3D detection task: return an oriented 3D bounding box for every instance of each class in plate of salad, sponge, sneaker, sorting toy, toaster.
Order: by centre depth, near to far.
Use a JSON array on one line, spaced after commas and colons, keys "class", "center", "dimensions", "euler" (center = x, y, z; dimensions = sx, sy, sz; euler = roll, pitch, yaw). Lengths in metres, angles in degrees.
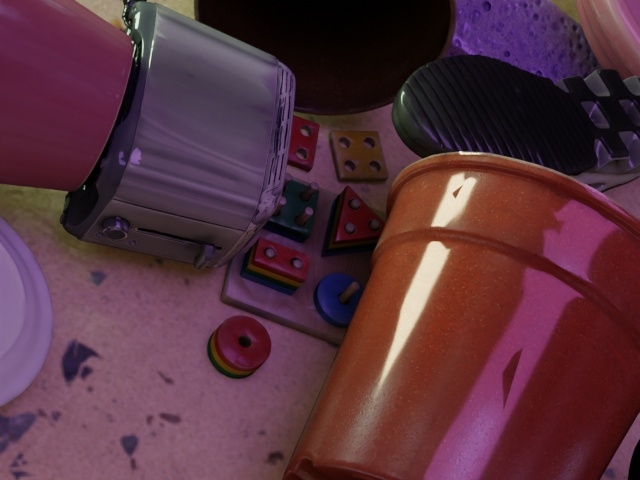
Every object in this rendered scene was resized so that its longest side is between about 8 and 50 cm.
[{"class": "plate of salad", "center": [-0.292, 0.044, 1.401], "dimensions": [0.200, 0.048, 0.199], "euler": [20, 50, -25]}, {"class": "toaster", "center": [-0.109, -0.085, 1.512], "dimensions": [0.146, 0.129, 0.227], "euler": [20, 53, -20]}, {"class": "sorting toy", "center": [0.000, 0.000, 1.567], "dimensions": [0.132, 0.046, 0.274], "euler": [22, 56, -15]}, {"class": "sneaker", "center": [0.159, -0.066, 1.590], "dimensions": [0.331, 0.146, 0.122], "euler": [2, 56, -46]}, {"class": "sponge", "center": [0.201, -0.166, 1.762], "dimensions": [0.210, 0.031, 0.117], "euler": [39, 55, -4]}]

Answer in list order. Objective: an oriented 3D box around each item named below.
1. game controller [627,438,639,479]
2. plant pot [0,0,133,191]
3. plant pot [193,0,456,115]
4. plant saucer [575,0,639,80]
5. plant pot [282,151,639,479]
[{"class": "game controller", "center": [0.282, 0.304, 1.459], "dimensions": [0.166, 0.067, 0.319], "euler": [14, 78, -57]}, {"class": "plant pot", "center": [-0.247, -0.125, 1.423], "dimensions": [0.180, 0.201, 0.201], "euler": [20, 57, -19]}, {"class": "plant pot", "center": [0.011, -0.262, 1.635], "dimensions": [0.215, 0.215, 0.230], "euler": [21, 42, -15]}, {"class": "plant saucer", "center": [0.364, -0.212, 1.812], "dimensions": [0.332, 0.084, 0.332], "euler": [18, 54, -27]}, {"class": "plant pot", "center": [0.116, 0.121, 1.444], "dimensions": [0.272, 0.272, 0.265], "euler": [34, 63, -6]}]
